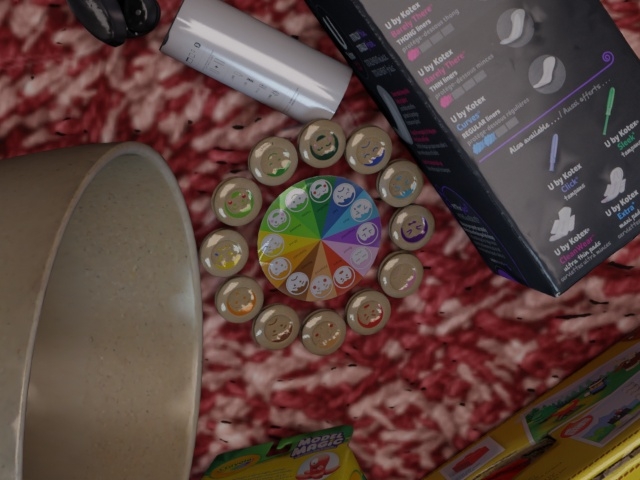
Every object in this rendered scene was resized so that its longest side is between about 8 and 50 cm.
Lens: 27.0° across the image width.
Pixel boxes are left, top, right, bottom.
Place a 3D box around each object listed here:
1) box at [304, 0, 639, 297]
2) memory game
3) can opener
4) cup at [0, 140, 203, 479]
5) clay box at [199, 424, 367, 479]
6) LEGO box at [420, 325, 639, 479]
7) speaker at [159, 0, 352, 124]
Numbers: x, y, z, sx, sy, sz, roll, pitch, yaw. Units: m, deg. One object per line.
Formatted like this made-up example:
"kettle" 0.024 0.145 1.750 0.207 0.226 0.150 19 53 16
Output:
"box" 0.126 -0.114 0.948 0.143 0.165 0.270 -37 99 -4
"memory game" 0.000 0.000 0.987 0.186 0.012 0.186 -7 110 -19
"can opener" -0.173 -0.225 0.952 0.059 0.073 0.186 -26 88 2
"cup" -0.233 0.096 0.859 0.237 0.331 0.331 3 94 12
"clay box" -0.041 0.223 0.916 0.127 0.222 0.053 -16 116 23
"LEGO box" 0.192 0.342 0.975 0.500 0.193 0.372 -34 98 -5
"speaker" -0.046 -0.132 0.977 0.136 0.055 0.055 26 90 -9
